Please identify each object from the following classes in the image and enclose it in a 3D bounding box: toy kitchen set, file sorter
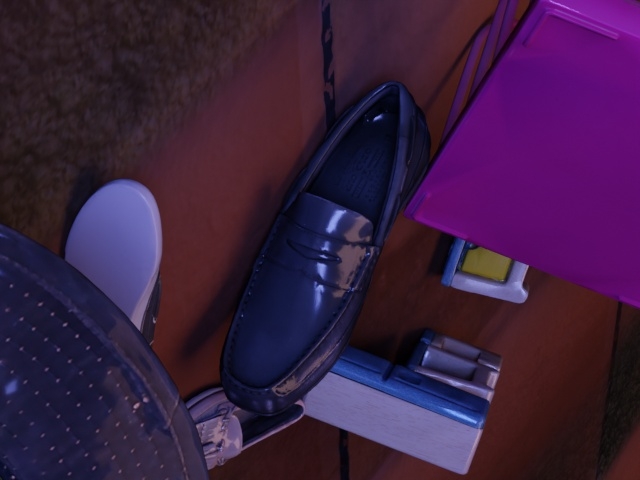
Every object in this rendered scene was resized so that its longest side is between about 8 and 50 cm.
[{"bbox_3d":[0.083,0.046,1.198,0.207,0.122,0.166,-43,152,-77],"label":"toy kitchen set"},{"bbox_3d":[0.204,-0.109,1.030,0.290,0.202,0.182,119,-9,-65],"label":"file sorter"}]

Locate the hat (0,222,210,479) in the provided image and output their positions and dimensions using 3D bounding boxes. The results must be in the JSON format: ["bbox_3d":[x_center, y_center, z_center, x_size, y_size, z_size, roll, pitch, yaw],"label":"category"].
[{"bbox_3d":[-0.206,0.129,0.636,0.331,0.331,0.134,-67,-161,3],"label":"hat"}]

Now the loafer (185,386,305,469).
[{"bbox_3d":[-0.055,0.115,1.038,0.125,0.039,0.045,-28,136,-52],"label":"loafer"}]

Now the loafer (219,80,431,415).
[{"bbox_3d":[0.000,0.000,1.005,0.223,0.076,0.078,-61,160,-23],"label":"loafer"}]

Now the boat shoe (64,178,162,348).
[{"bbox_3d":[-0.106,0.027,0.867,0.040,0.049,0.142,-59,163,-60],"label":"boat shoe"}]
